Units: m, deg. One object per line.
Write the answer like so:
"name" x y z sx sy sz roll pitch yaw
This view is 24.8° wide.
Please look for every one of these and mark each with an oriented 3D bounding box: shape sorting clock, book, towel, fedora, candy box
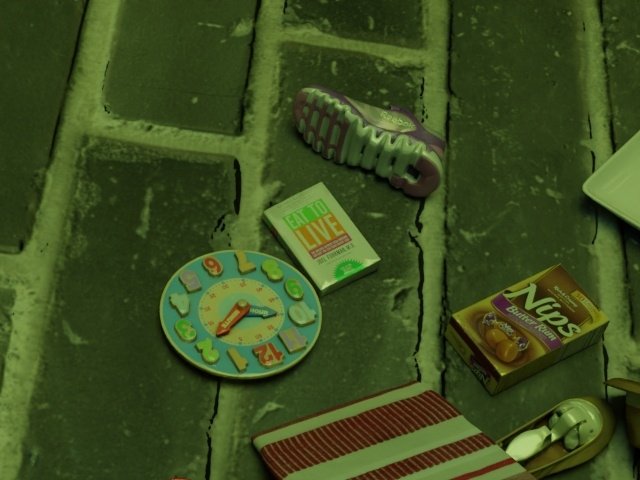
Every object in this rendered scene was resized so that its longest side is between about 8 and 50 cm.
"shape sorting clock" -0.100 0.090 1.841 0.206 0.040 0.206 6 52 -7
"book" 0.000 0.000 1.939 0.096 0.035 0.144 -26 63 -23
"towel" 0.082 0.264 1.635 0.237 0.037 0.329 -16 23 -18
"fedora" 0.431 0.225 1.784 0.194 0.194 0.079 15 89 1
"candy box" 0.268 0.113 1.887 0.187 0.053 0.109 -23 59 -27

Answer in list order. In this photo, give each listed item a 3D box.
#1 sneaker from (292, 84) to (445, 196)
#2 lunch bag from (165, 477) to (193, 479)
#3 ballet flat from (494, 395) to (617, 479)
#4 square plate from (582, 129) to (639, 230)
"sneaker" 0.076 -0.154 2.040 0.236 0.095 0.104 28 46 5
"lunch bag" -0.098 0.415 1.544 0.293 0.120 0.258 23 56 4
"ballet flat" 0.284 0.244 1.773 0.232 0.073 0.080 -27 62 -28
"square plate" 0.597 -0.059 2.085 0.344 0.049 0.347 37 55 17
